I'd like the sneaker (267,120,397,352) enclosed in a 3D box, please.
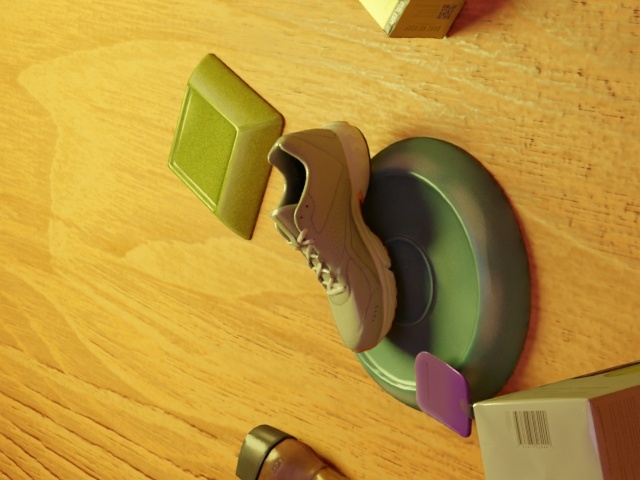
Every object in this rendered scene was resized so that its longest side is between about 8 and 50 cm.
[{"bbox_3d":[0.000,0.000,1.562,0.099,0.121,0.262,-20,80,52],"label":"sneaker"}]

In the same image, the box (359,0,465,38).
[{"bbox_3d":[0.057,-0.315,1.534,0.232,0.087,0.058,56,133,31],"label":"box"}]

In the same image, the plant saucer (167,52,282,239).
[{"bbox_3d":[-0.138,-0.124,1.848,0.188,0.045,0.188,44,128,39],"label":"plant saucer"}]

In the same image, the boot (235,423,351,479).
[{"bbox_3d":[0.005,0.395,1.749,0.280,0.096,0.264,26,108,39],"label":"boot"}]

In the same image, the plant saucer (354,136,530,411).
[{"bbox_3d":[0.105,0.044,1.569,0.318,0.044,0.317,14,107,50],"label":"plant saucer"}]

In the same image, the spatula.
[{"bbox_3d":[0.209,0.185,1.441,0.296,0.030,0.084,15,122,37],"label":"spatula"}]

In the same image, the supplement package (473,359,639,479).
[{"bbox_3d":[0.273,0.180,1.212,0.139,0.244,0.133,-11,88,51],"label":"supplement package"}]
